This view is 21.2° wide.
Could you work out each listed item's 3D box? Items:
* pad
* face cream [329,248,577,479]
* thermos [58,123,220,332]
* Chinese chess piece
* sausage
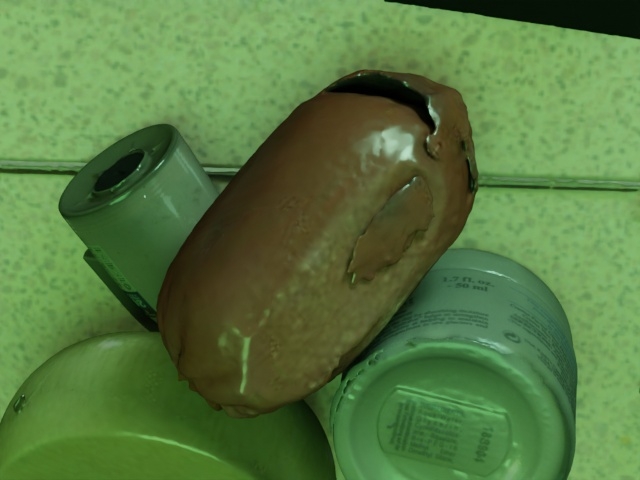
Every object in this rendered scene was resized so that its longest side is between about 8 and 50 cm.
[{"bbox_3d":[0.138,-0.204,1.174,0.190,0.004,0.127,10,132,9],"label":"pad"},{"bbox_3d":[0.102,0.114,1.269,0.177,0.153,0.177,3,113,7],"label":"face cream"},{"bbox_3d":[-0.112,0.020,1.293,0.137,0.105,0.193,-12,124,38],"label":"thermos"},{"bbox_3d":[-0.120,0.185,1.315,0.273,0.102,0.273,7,137,7],"label":"Chinese chess piece"},{"bbox_3d":[0.000,0.000,1.192,0.152,0.152,0.280,42,76,-12],"label":"sausage"}]
